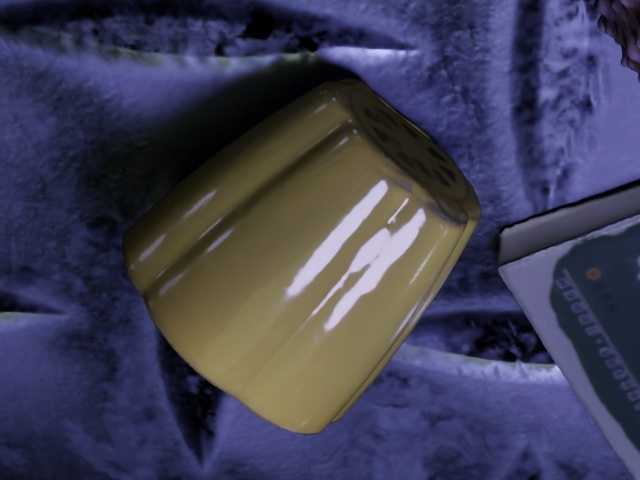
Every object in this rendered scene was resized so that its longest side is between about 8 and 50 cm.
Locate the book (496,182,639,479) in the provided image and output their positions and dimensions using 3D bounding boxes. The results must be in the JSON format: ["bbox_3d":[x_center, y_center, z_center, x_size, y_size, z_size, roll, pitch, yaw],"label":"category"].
[{"bbox_3d":[0.341,0.034,1.295,0.371,0.043,0.260,-22,122,22],"label":"book"}]

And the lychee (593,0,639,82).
[{"bbox_3d":[0.287,-0.156,1.002,0.300,0.300,0.300,4,128,5],"label":"lychee"}]

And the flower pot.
[{"bbox_3d":[0.000,0.000,1.234,0.195,0.195,0.179,38,111,-20],"label":"flower pot"}]
